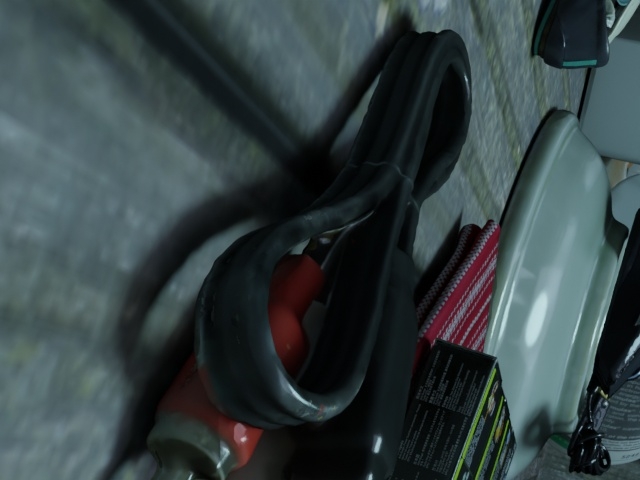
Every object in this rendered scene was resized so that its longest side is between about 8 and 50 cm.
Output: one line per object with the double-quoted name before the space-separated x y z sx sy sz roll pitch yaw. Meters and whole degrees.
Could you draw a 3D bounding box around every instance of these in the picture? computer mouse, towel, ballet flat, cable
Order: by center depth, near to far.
"cable" 0.000 0.000 0.414 0.139 0.072 0.287 63 30 -42
"towel" 0.066 0.143 0.749 0.199 0.031 0.275 -49 148 -51
"ballet flat" 0.226 -0.222 0.862 0.074 0.074 0.203 56 51 -69
"computer mouse" 0.297 0.108 1.058 0.184 0.060 0.262 62 46 -65

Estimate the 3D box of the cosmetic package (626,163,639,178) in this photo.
"cosmetic package" 0.459 -0.068 1.632 0.127 0.107 0.238 164 -53 -75

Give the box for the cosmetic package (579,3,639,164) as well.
"cosmetic package" 0.514 -0.164 1.299 0.217 0.384 0.156 -46 146 -55

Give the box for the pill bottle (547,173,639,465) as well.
"pill bottle" 0.376 0.101 1.342 0.361 0.204 0.204 97 17 -50

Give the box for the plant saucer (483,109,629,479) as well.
"plant saucer" 0.229 0.076 1.093 0.400 0.100 0.401 16 90 -74

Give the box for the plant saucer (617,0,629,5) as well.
"plant saucer" 0.332 -0.310 1.172 0.119 0.021 0.119 -41 145 -37

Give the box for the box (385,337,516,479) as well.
"box" 0.066 0.179 0.670 0.191 0.045 0.184 -66 156 -19

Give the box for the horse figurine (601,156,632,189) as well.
"horse figurine" 0.402 -0.079 1.499 0.174 0.066 0.263 -30 -142 60
